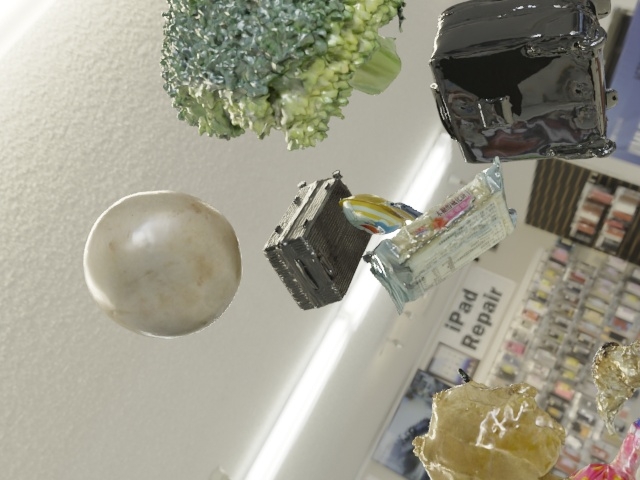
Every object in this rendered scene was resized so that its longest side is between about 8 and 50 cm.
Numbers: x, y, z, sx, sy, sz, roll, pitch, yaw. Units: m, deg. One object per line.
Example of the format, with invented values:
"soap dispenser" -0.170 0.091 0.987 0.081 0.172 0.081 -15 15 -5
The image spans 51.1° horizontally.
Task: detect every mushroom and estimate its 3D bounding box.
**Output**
"mushroom" -0.363 0.047 1.570 0.294 0.362 0.362 -101 22 -64

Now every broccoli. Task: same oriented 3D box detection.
"broccoli" -0.050 -0.222 0.804 0.375 0.302 0.249 -29 35 42

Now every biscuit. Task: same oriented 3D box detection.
"biscuit" 0.234 -0.006 1.244 0.309 0.079 0.186 -36 -45 0

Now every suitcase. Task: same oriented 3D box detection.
"suitcase" 0.386 -0.303 1.293 0.345 0.339 0.188 53 -140 -50
"suitcase" 0.000 0.000 1.792 0.230 0.152 0.335 57 -144 -24

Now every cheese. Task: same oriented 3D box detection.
"cheese" 0.144 -0.065 1.582 0.177 0.270 0.069 27 -105 -27

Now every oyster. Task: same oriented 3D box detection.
"oyster" 0.540 0.247 1.190 0.161 0.107 0.233 -52 -32 -14

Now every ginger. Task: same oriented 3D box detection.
"ginger" 0.265 0.381 0.997 0.166 0.236 0.375 -92 -6 -59

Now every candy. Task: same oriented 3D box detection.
"candy" 0.469 0.287 0.995 0.365 0.124 0.124 -64 -21 -4

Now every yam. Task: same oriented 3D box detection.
"yam" 0.258 0.248 1.083 0.014 0.107 0.014 -26 -34 -19
